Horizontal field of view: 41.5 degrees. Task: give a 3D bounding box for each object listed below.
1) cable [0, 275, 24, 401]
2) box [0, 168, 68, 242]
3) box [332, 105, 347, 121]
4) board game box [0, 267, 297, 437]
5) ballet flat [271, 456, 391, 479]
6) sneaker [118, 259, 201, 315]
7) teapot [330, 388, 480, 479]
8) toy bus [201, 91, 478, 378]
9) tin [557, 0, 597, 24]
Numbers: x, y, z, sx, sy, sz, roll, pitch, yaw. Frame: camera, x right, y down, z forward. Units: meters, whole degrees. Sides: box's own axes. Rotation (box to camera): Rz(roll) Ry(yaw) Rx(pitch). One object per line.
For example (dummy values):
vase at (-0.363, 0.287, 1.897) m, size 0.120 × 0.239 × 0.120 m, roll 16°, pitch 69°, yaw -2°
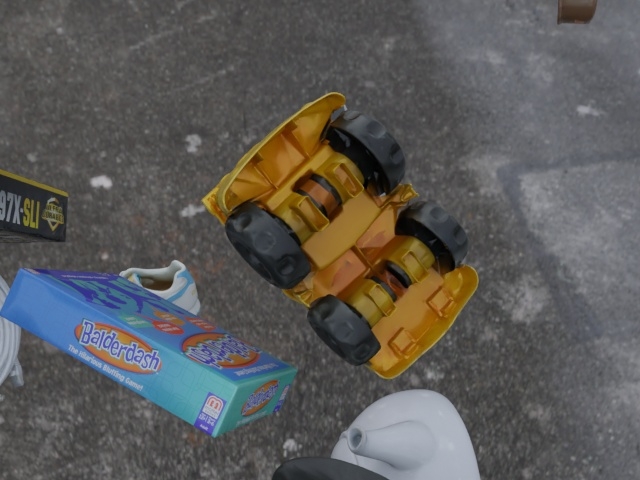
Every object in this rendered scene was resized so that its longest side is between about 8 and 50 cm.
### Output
cable at (-0.562, 0.133, 1.202) m, size 0.257 × 0.257 × 0.089 m, roll -7°, pitch 9°, yaw -22°
box at (-0.495, -0.046, 1.032) m, size 0.257 × 0.322 × 0.079 m, roll 1°, pitch 85°, yaw 8°
box at (0.071, -0.031, 1.305) m, size 0.058 × 0.232 × 0.322 m, roll -19°, pitch 65°, yaw 9°
board game box at (-0.139, 0.089, 0.726) m, size 0.210 × 0.160 × 0.047 m, roll 26°, pitch 93°, yaw 15°
ballet flat at (0.078, 0.306, 0.863) m, size 0.280 × 0.096 × 0.095 m, roll 26°, pitch 92°, yaw -2°
sneaker at (-0.304, 0.095, 1.290) m, size 0.228 × 0.092 × 0.087 m, roll -17°, pitch 35°, yaw -12°
teapot at (0.091, 0.327, 1.128) m, size 0.187 × 0.256 × 0.252 m, roll -8°, pitch 7°, yaw -11°
toy bus at (0.000, 0.000, 0.758) m, size 0.149 × 0.211 × 0.220 m, roll -45°, pitch 105°, yaw -17°
tin at (0.233, -0.284, 0.733) m, size 0.040 × 0.190 × 0.106 m, roll 6°, pitch 14°, yaw 12°
